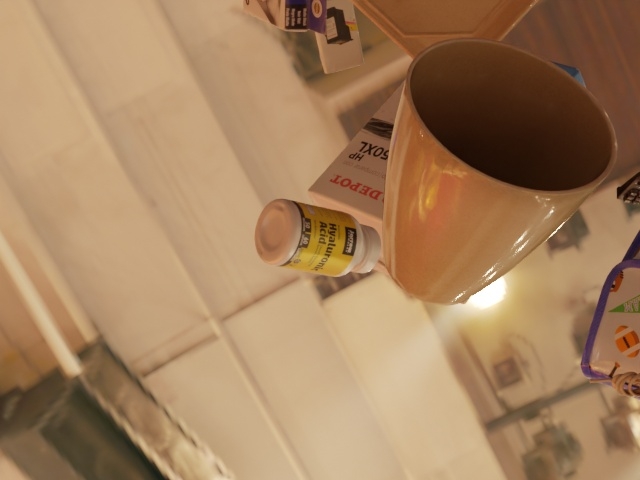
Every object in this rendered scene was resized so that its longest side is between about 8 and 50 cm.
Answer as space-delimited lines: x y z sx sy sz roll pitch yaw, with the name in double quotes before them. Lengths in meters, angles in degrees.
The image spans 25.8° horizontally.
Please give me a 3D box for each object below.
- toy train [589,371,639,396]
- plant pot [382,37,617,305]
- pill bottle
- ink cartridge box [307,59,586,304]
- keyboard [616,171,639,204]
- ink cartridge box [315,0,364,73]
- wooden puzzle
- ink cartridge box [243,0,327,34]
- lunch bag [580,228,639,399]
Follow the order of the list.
"toy train" 0.499 0.250 1.909 0.248 0.105 0.143 -4 -122 7
"plant pot" 0.179 -0.057 1.676 0.256 0.256 0.274 -48 167 -44
"pill bottle" 0.000 0.000 1.345 0.116 0.065 0.065 11 172 -38
"ink cartridge box" 0.217 -0.124 2.265 0.285 0.166 0.395 23 -116 40
"keyboard" 0.418 -0.041 1.533 0.180 0.023 0.108 10 168 -4
"ink cartridge box" 0.020 -0.393 2.409 0.072 0.175 0.127 -13 -155 0
"wooden puzzle" 0.188 -0.387 2.144 0.221 0.238 0.044 -47 -171 8
"ink cartridge box" -0.061 -0.455 2.248 0.045 0.223 0.224 -10 -157 -28
"lunch bag" 0.638 0.112 2.229 0.328 0.239 0.385 18 -123 35
